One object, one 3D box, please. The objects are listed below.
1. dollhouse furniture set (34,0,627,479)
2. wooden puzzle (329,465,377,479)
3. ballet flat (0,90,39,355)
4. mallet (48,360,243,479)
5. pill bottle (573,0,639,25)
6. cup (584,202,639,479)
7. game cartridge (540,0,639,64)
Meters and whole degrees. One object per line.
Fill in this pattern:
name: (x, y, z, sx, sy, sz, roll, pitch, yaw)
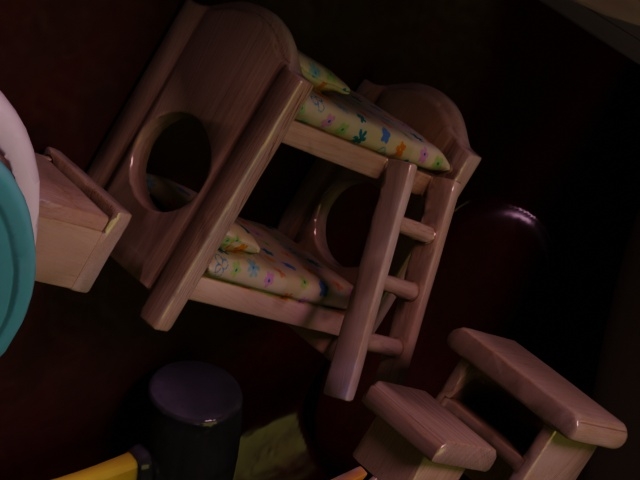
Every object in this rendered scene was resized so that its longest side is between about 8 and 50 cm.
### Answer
dollhouse furniture set: (0.000, 0.000, 0.540, 0.182, 0.161, 0.101, 17, 107, -54)
wooden puzzle: (0.010, 0.139, 0.804, 0.078, 0.014, 0.116, -31, 140, -20)
ballet flat: (-0.248, 0.033, 0.325, 0.400, 0.139, 0.139, -21, 135, -29)
mallet: (-0.106, 0.086, 0.611, 0.189, 0.039, 0.062, -9, 128, -39)
pill bottle: (0.154, -0.225, 0.499, 0.318, 0.176, 0.176, -46, 144, -8)
cup: (0.272, -0.006, 0.753, 0.331, 0.331, 0.237, -14, 104, -41)
game cartridge: (0.202, -0.168, 0.587, 0.294, 0.196, 0.060, -46, 152, -9)
